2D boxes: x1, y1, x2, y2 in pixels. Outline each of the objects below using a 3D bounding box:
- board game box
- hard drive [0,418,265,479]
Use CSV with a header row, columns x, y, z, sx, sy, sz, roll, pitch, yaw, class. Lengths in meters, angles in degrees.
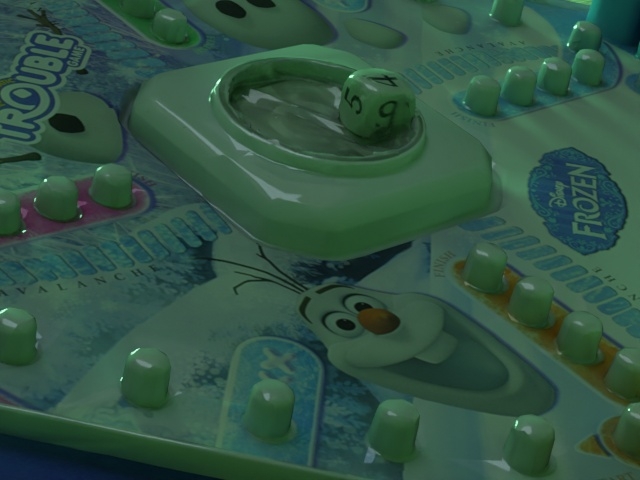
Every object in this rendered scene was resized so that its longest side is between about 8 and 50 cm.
x,y,z,sx,sy,sz,roll,pitch,yaw,class
0.000,-0.049,0.641,0.390,0.050,0.390,12,32,-2,board game box
-0.115,0.014,0.607,0.210,0.040,0.318,-1,30,-28,hard drive
